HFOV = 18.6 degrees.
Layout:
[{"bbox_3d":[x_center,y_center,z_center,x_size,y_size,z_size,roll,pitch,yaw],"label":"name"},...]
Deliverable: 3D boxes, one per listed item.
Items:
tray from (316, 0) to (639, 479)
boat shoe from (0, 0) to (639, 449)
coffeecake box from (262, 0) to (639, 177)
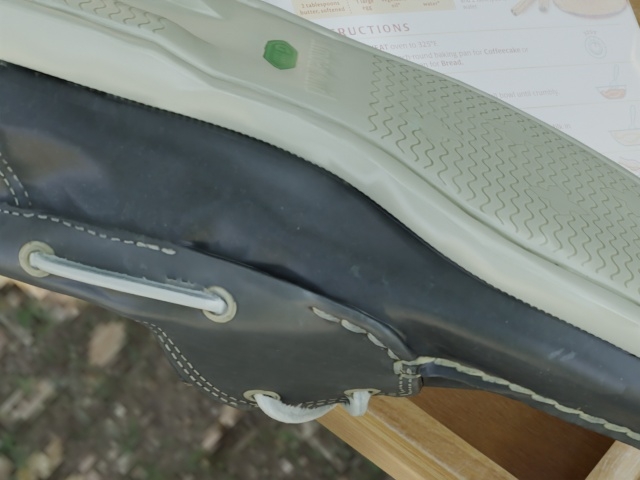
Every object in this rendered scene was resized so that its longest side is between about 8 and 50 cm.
[{"bbox_3d":[-0.011,-0.065,0.785,0.411,0.076,0.203,36,73,14],"label":"tray"},{"bbox_3d":[0.000,0.000,0.427,0.233,0.079,0.084,23,24,2],"label":"boat shoe"},{"bbox_3d":[0.037,-0.054,0.668,0.068,0.142,0.185,-47,55,55],"label":"coffeecake box"}]
